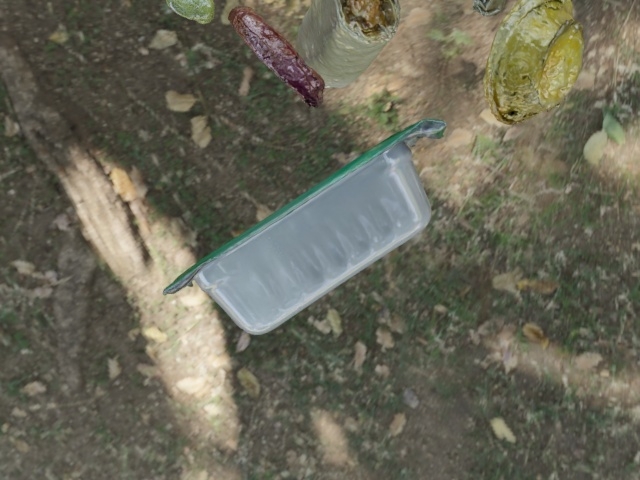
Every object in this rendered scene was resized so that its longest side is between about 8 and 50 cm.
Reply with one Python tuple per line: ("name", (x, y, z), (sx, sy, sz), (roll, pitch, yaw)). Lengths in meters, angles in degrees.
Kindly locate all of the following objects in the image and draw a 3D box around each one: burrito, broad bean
("burrito", (0.034, -0.326, 1.340), (0.105, 0.299, 0.143), (-20, 84, -15))
("burrito", (0.232, -0.363, 1.162), (0.041, 0.055, 0.149), (11, 122, -1))
("broad bean", (-0.204, -0.379, 1.415), (0.083, 0.063, 0.045), (29, 162, -7))

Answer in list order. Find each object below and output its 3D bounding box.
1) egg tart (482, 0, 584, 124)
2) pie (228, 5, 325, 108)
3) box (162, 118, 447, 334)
("egg tart", (0.292, -0.237, 1.186), (0.074, 0.191, 0.191), (30, 119, 36))
("pie", (-0.048, -0.210, 1.016), (0.036, 0.154, 0.154), (-44, 90, 5))
("box", (0.000, 0.000, 1.015), (0.336, 0.264, 0.106), (-34, 90, -1))
